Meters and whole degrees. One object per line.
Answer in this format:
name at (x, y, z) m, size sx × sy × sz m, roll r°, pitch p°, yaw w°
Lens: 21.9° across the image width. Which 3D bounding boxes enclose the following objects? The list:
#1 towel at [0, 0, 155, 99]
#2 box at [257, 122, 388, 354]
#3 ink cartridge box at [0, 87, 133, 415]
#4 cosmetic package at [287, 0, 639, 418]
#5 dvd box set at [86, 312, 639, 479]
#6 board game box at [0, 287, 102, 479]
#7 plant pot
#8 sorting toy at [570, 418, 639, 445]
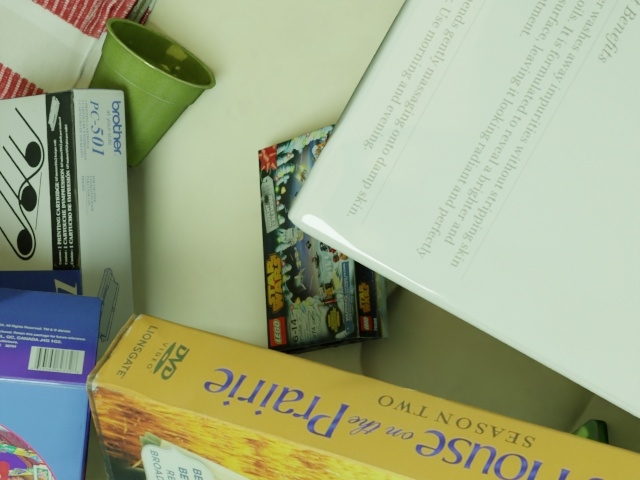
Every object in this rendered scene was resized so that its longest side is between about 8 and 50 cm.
towel at (-0.233, -0.185, 1.180) m, size 0.237 × 0.037 × 0.329 m, roll 30°, pitch 93°, yaw 22°
box at (0.000, 0.000, 1.048) m, size 0.094 × 0.027 × 0.137 m, roll -16°, pitch 75°, yaw 51°
ink cartridge box at (-0.170, 0.008, 1.081) m, size 0.097 × 0.046 × 0.207 m, roll -1°, pitch 92°, yaw 43°
cosmetic package at (0.201, -0.010, 0.824) m, size 0.385 × 0.156 × 0.217 m, roll 31°, pitch 94°, yaw 0°
dvd box set at (0.091, 0.212, 0.883) m, size 0.420 × 0.307 × 0.062 m, roll 15°, pitch 46°, yaw 21°
board game box at (-0.314, 0.128, 0.989) m, size 0.347 × 0.078 × 0.233 m, roll 6°, pitch 128°, yaw -7°
plant pot at (-0.126, -0.095, 1.110) m, size 0.083 × 0.083 × 0.079 m, roll 41°, pitch 109°, yaw 20°
sorting toy at (0.282, 0.083, 0.945) m, size 0.347 × 0.047 × 0.196 m, roll -41°, pitch 71°, yaw 10°
